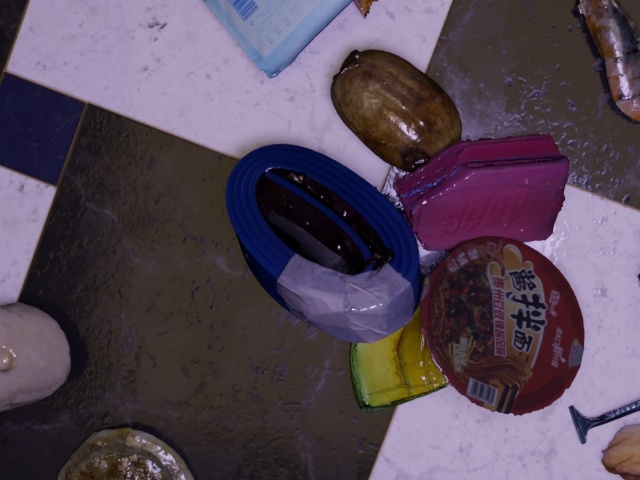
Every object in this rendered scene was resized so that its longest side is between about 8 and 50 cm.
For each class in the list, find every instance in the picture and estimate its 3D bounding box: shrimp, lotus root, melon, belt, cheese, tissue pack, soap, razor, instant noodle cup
[{"bbox_3d":[0.502,-0.327,1.803,0.169,0.058,0.296,-23,93,-4],"label":"shrimp"},{"bbox_3d":[0.131,-0.191,1.799,0.260,0.128,0.145,40,86,0],"label":"lotus root"},{"bbox_3d":[0.139,0.161,1.818,0.265,0.129,0.169,-15,77,-22],"label":"melon"},{"bbox_3d":[0.000,0.000,1.753,0.212,0.117,0.347,-41,63,-17],"label":"belt"},{"bbox_3d":[-0.537,0.201,1.872,0.247,0.251,0.174,-15,77,-30],"label":"cheese"},{"bbox_3d":[-0.041,-0.395,1.765,0.177,0.089,0.263,50,128,-1],"label":"tissue pack"},{"bbox_3d":[0.235,-0.069,1.758,0.249,0.099,0.162,-6,132,-12],"label":"soap"},{"bbox_3d":[0.492,0.261,1.834,0.190,0.033,0.066,-25,61,15],"label":"razor"},{"bbox_3d":[0.259,0.137,1.749,0.273,0.091,0.274,7,69,-18],"label":"instant noodle cup"}]

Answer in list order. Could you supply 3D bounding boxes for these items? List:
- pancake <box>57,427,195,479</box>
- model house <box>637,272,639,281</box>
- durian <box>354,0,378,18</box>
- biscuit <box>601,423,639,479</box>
[{"bbox_3d":[-0.320,0.428,1.915,0.253,0.037,0.254,0,94,5],"label":"pancake"},{"bbox_3d":[0.611,0.024,1.787,0.207,0.154,0.294,21,108,-40],"label":"model house"},{"bbox_3d":[0.029,-0.532,1.795,0.191,0.112,0.341,-38,88,7],"label":"durian"},{"bbox_3d":[0.534,0.316,1.824,0.183,0.118,0.061,-45,132,2],"label":"biscuit"}]
